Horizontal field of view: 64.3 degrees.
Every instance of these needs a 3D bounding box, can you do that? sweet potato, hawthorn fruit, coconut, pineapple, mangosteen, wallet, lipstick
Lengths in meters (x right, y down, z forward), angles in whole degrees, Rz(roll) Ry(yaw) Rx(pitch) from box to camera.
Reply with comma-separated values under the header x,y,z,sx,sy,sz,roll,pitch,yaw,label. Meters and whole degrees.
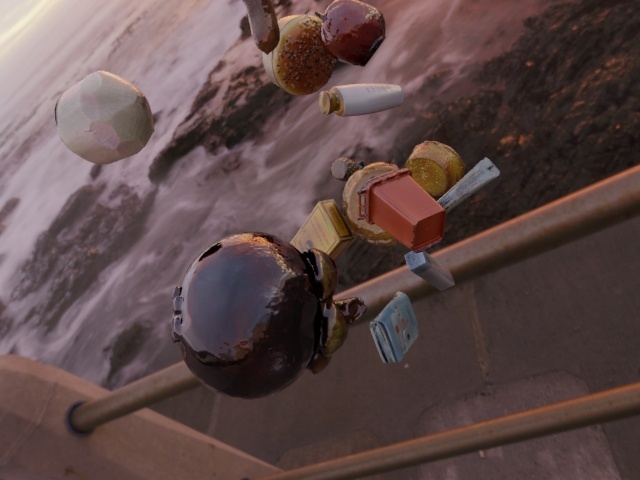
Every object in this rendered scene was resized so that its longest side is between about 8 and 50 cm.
x,y,z,sx,sy,sz,roll,pitch,yaw,label
-0.198,-0.725,1.576,0.097,0.292,0.097,-20,11,4,sweet potato
0.090,-0.683,1.662,0.215,0.249,0.215,-168,90,-70,hawthorn fruit
-0.513,-0.298,1.242,0.233,0.224,0.224,-9,46,20,coconut
0.169,-0.329,2.433,0.125,0.251,0.125,1,92,48,pineapple
-0.092,0.134,0.929,0.307,0.346,0.307,-178,90,-75,mangosteen
0.265,0.307,1.795,0.075,0.176,0.250,-16,10,33,wallet
0.409,0.111,1.884,0.068,0.317,0.066,-30,58,21,lipstick

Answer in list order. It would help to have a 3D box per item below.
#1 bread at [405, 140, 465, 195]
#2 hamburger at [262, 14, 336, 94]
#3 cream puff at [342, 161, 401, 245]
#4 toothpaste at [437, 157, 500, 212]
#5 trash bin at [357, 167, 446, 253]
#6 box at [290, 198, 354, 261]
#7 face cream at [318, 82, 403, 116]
x,y,z,sx,sy,sz,roll,pitch,yaw,label
0.501,-0.320,2.252,0.268,0.268,0.146,4,41,48,bread
-0.067,-0.681,1.869,0.176,0.300,0.300,32,79,36,hamburger
0.254,-0.139,1.994,0.342,0.231,0.327,8,83,15,cream puff
0.418,-0.142,1.528,0.255,0.067,0.037,-42,-10,21,toothpaste
0.232,-0.082,1.471,0.184,0.161,0.239,-21,43,-19,trash bin
0.000,0.000,2.078,0.301,0.084,0.193,-53,56,46,box
0.084,-0.288,1.038,0.072,0.182,0.051,64,151,24,face cream
